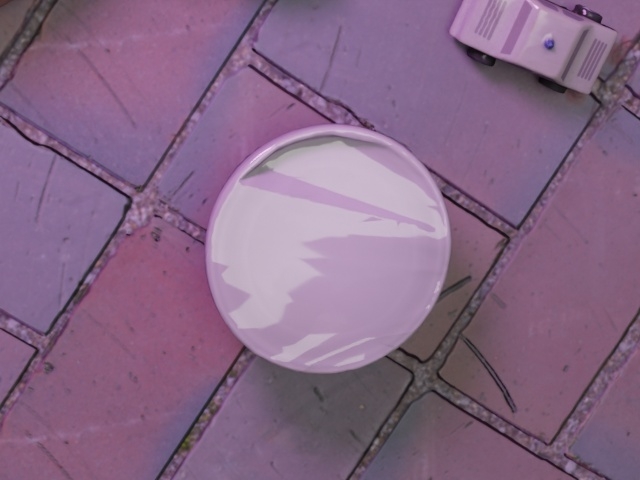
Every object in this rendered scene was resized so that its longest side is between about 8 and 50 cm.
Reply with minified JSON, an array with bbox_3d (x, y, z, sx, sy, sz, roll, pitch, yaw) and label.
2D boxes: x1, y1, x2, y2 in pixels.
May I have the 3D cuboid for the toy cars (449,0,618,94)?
[{"bbox_3d":[0.203,-0.310,1.503,0.176,0.087,0.394,-27,113,2],"label":"toy cars"}]

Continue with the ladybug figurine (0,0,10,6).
[{"bbox_3d":[-0.358,-0.382,1.348,0.449,0.162,0.305,-43,107,-1],"label":"ladybug figurine"}]

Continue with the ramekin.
[{"bbox_3d":[0.000,0.000,1.524,0.272,0.127,0.273,-2,102,-11],"label":"ramekin"}]
